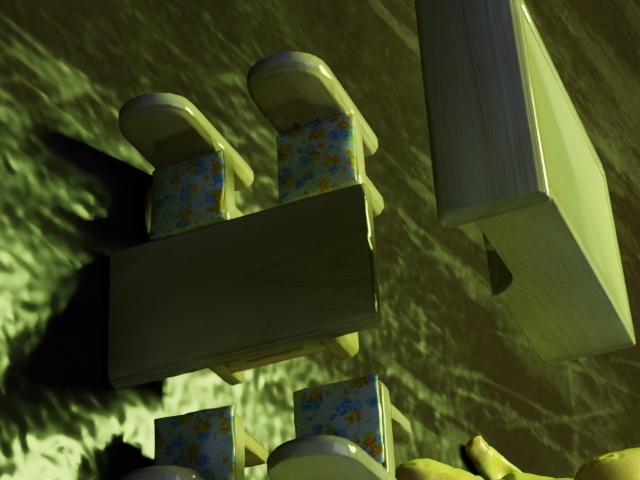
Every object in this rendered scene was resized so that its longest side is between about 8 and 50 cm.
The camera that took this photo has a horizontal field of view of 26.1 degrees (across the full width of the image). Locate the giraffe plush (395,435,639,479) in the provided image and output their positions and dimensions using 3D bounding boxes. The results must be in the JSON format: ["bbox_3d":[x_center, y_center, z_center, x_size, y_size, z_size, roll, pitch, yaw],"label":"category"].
[{"bbox_3d":[0.168,0.188,0.859,0.210,0.170,0.181,-19,87,-62],"label":"giraffe plush"}]

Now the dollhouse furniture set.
[{"bbox_3d":[0.000,0.000,0.628,0.161,0.242,0.212,49,32,-53],"label":"dollhouse furniture set"}]
